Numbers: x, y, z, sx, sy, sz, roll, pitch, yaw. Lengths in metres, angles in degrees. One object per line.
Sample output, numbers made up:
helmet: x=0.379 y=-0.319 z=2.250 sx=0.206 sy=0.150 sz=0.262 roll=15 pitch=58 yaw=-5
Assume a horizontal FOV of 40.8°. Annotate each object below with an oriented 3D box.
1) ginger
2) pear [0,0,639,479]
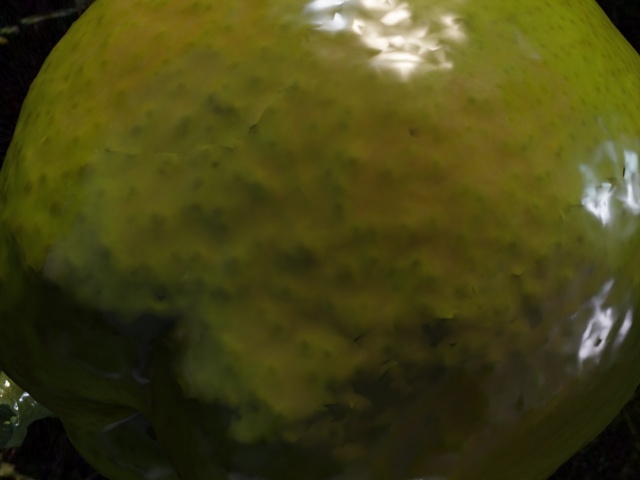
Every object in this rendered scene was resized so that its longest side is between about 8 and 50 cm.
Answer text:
ginger: x=-0.401 y=0.183 z=1.287 sx=0.137 sy=0.089 sz=0.290 roll=48 pitch=47 yaw=-28
pear: x=0.000 y=0.000 z=0.498 sx=0.391 sy=0.391 sz=0.391 roll=-1 pitch=95 yaw=-15
